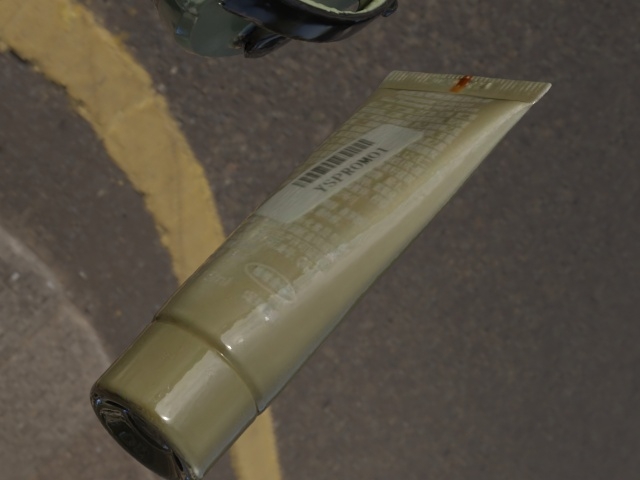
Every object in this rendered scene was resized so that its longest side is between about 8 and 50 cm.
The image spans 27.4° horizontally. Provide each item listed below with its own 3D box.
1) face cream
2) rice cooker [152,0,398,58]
[{"bbox_3d":[0.000,0.000,0.812,0.341,0.137,0.084,-48,128,-28],"label":"face cream"},{"bbox_3d":[-0.040,-0.247,0.891,0.226,0.244,0.226,-25,174,-3],"label":"rice cooker"}]
